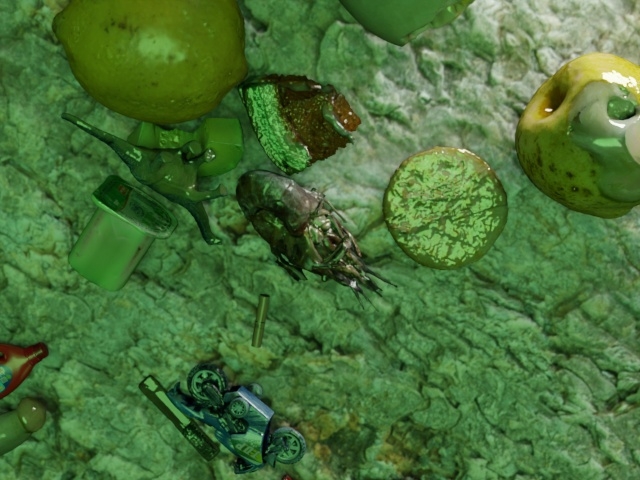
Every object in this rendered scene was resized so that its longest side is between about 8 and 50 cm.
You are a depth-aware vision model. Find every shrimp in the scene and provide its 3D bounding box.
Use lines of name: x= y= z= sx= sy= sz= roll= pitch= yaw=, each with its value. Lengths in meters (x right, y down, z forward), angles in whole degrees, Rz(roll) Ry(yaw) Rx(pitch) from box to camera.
shrimp: x=-0.001 y=-0.002 z=1.909 sx=0.343 sy=0.116 sz=0.145 roll=41 pitch=133 yaw=-17

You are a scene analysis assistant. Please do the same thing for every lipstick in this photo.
lipstick: x=-0.105 y=0.141 z=1.982 sx=0.018 sy=0.019 sz=0.094 roll=9 pitch=101 yaw=-2

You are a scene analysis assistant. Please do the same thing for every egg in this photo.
egg: x=0.122 y=-0.482 z=1.736 sx=0.278 sy=0.278 sz=0.336 roll=-31 pitch=97 yaw=5

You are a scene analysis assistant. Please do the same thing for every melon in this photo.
melon: x=-0.226 y=-0.156 z=1.881 sx=0.209 sy=0.118 sz=0.064 roll=3 pitch=63 yaw=2

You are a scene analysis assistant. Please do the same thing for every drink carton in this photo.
drink carton: x=-0.339 y=-0.002 z=1.899 sx=0.144 sy=0.146 sz=0.142 roll=32 pitch=107 yaw=-6

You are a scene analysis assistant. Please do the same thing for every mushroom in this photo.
mushroom: x=-0.605 y=0.341 z=1.974 sx=0.270 sy=0.118 sz=0.103 roll=-14 pitch=57 yaw=-5

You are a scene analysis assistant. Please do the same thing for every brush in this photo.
brush: x=-0.252 y=0.319 z=2.011 sx=0.034 sy=0.027 sz=0.190 roll=-40 pitch=98 yaw=5

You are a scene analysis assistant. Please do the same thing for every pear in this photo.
pear: x=0.455 y=-0.164 z=1.831 sx=0.271 sy=0.271 sz=0.271 roll=0 pitch=101 yaw=0

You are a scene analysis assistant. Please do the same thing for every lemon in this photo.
lemon: x=-0.263 y=-0.315 z=1.776 sx=0.310 sy=0.258 sz=0.258 roll=9 pitch=101 yaw=-8

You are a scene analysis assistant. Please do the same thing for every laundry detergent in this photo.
laundry detergent: x=-0.555 y=0.220 z=1.982 sx=0.165 sy=0.049 sz=0.097 roll=-29 pitch=99 yaw=2

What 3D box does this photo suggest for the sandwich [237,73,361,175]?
sandwich: x=-0.035 y=-0.210 z=1.872 sx=0.159 sy=0.109 sz=0.185 roll=-31 pitch=100 yaw=7

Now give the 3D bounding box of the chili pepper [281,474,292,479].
chili pepper: x=-0.028 y=0.478 z=2.024 sx=0.123 sy=0.070 sz=0.073 roll=29 pitch=83 yaw=-3

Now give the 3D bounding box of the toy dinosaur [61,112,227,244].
toy dinosaur: x=-0.249 y=-0.109 z=1.830 sx=0.147 sy=0.077 sz=0.363 roll=-22 pitch=132 yaw=36

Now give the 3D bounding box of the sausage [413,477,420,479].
sausage: x=0.041 y=0.550 z=2.032 sx=0.371 sy=0.082 sz=0.082 roll=-43 pitch=98 yaw=6

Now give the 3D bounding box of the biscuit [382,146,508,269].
biscuit: x=0.214 y=-0.054 z=1.941 sx=0.219 sy=0.033 sz=0.220 roll=0 pitch=101 yaw=-1

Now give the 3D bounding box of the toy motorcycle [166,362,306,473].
toy motorcycle: x=-0.150 y=0.323 z=1.984 sx=0.254 sy=0.092 sz=0.136 roll=40 pitch=107 yaw=2
